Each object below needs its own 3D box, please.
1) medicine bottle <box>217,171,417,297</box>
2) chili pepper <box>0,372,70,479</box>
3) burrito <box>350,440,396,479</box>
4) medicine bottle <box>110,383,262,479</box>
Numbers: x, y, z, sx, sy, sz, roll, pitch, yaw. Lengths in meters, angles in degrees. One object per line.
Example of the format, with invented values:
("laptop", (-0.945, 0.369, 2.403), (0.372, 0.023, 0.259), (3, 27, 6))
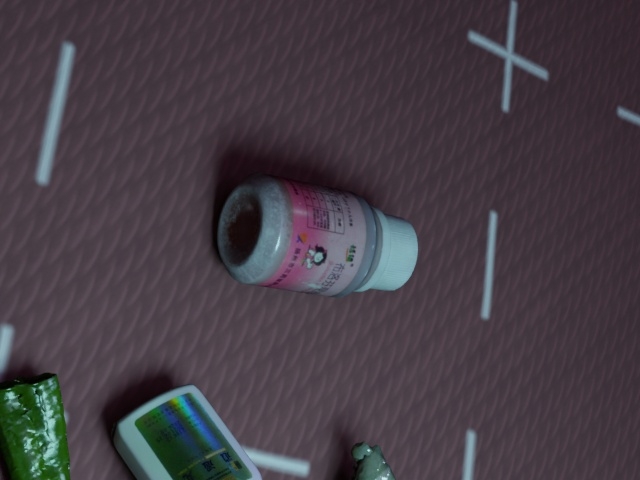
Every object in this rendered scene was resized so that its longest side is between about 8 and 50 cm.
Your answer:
("medicine bottle", (0.000, 0.000, 1.684), (0.247, 0.147, 0.147), (11, 75, -34))
("chili pepper", (-0.291, 0.325, 1.452), (0.084, 0.076, 0.359), (-14, 85, -18))
("burrito", (0.053, 0.447, 1.669), (0.175, 0.107, 0.348), (37, 63, -43))
("medicine bottle", (-0.136, 0.276, 1.513), (0.115, 0.078, 0.219), (-25, 64, -32))
